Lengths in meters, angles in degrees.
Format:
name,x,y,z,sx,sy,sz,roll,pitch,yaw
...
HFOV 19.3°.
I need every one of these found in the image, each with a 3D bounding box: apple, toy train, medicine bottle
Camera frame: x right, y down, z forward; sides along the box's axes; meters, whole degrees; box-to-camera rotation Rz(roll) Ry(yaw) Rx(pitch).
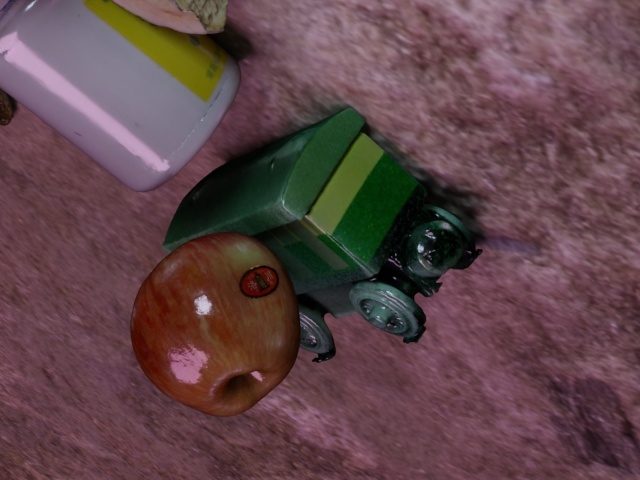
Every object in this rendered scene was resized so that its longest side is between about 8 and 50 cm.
name,x,y,z,sx,sy,sz,roll,pitch,yaw
apple,-0.085,0.073,1.571,0.131,0.146,0.146,57,167,23
toy train,0.000,0.000,1.668,0.202,0.120,0.301,41,156,-15
medicine bottle,-0.201,-0.166,1.533,0.258,0.143,0.143,37,157,-19

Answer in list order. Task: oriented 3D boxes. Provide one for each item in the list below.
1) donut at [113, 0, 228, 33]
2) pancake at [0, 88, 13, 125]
name,x,y,z,sx,sy,sz,roll,pitch,yaw
donut,-0.139,-0.227,1.429,0.108,0.065,0.166,12,152,41
pancake,-0.355,-0.154,1.914,0.108,0.017,0.108,27,154,14
